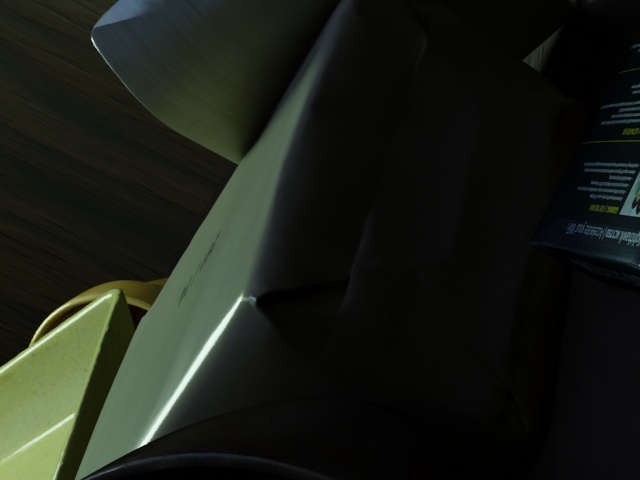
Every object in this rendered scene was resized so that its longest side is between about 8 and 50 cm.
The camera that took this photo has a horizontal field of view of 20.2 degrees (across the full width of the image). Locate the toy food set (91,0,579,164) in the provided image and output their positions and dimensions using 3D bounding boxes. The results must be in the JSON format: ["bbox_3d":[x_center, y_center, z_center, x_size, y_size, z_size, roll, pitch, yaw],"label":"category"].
[{"bbox_3d":[0.020,-0.142,1.143,0.219,0.092,0.306,-40,-27,13],"label":"toy food set"}]

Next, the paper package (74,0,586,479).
[{"bbox_3d":[-0.008,0.072,1.021,0.325,0.168,0.309,-55,11,38],"label":"paper package"}]

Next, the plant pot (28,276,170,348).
[{"bbox_3d":[-0.166,0.123,1.816,0.205,0.205,0.188,-59,-6,24],"label":"plant pot"}]

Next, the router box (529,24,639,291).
[{"bbox_3d":[0.158,-0.043,0.783,0.133,0.046,0.179,-63,8,0],"label":"router box"}]

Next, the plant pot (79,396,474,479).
[{"bbox_3d":[-0.005,0.151,0.722,0.215,0.215,0.230,-60,-5,17],"label":"plant pot"}]

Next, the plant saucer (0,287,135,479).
[{"bbox_3d":[-0.272,0.242,1.499,0.333,0.081,0.333,-33,31,38],"label":"plant saucer"}]
